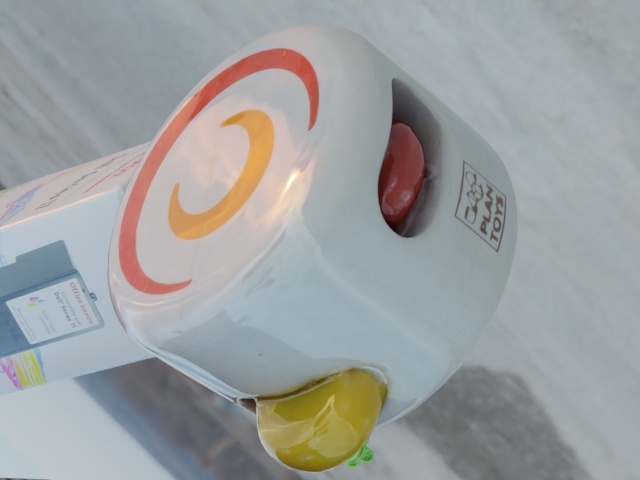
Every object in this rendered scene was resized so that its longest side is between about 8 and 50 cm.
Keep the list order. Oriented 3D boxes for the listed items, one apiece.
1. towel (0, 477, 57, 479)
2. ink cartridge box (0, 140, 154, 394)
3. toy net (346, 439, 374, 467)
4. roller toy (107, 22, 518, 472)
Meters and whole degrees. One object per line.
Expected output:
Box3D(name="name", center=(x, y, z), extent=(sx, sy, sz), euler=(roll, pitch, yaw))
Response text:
Box3D(name="towel", center=(-0.121, 0.190, 0.765), extent=(0.312, 0.056, 0.324), euler=(9, 149, -30))
Box3D(name="ink cartridge box", center=(-0.151, 0.008, 1.019), extent=(0.207, 0.354, 0.119), euler=(-42, -66, -60))
Box3D(name="toy net", center=(-0.035, 0.127, 1.337), extent=(0.232, 0.122, 0.045), euler=(14, -171, 30))
Box3D(name="roller toy", center=(0.000, 0.000, 0.745), extent=(0.146, 0.191, 0.209), euler=(36, -175, -33))
